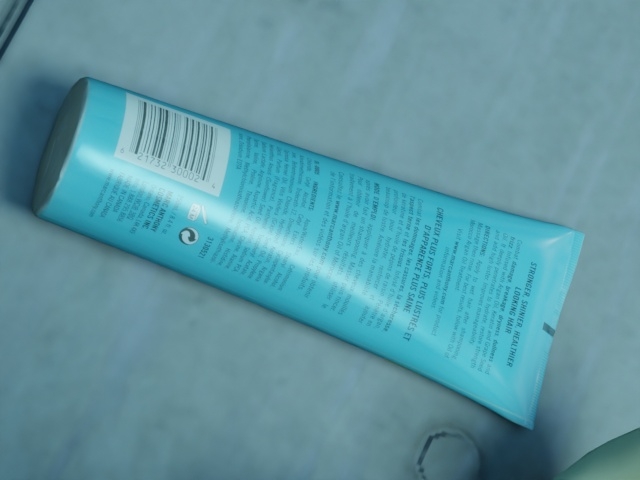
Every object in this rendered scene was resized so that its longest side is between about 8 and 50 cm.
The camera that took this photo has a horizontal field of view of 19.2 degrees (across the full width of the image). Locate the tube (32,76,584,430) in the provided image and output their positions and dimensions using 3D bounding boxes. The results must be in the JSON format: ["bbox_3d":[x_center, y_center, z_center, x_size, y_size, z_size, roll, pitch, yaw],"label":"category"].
[{"bbox_3d":[0.000,0.000,0.693,0.207,0.052,0.080,21,81,-17],"label":"tube"}]

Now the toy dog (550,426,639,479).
[{"bbox_3d":[0.062,0.217,0.482,0.395,0.408,0.284,-41,94,-18],"label":"toy dog"}]
